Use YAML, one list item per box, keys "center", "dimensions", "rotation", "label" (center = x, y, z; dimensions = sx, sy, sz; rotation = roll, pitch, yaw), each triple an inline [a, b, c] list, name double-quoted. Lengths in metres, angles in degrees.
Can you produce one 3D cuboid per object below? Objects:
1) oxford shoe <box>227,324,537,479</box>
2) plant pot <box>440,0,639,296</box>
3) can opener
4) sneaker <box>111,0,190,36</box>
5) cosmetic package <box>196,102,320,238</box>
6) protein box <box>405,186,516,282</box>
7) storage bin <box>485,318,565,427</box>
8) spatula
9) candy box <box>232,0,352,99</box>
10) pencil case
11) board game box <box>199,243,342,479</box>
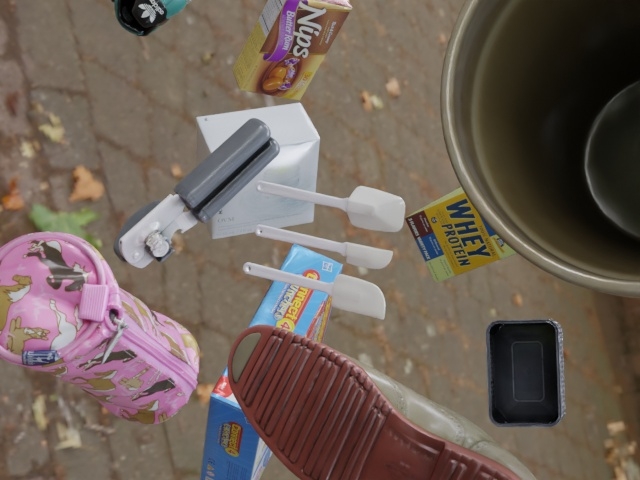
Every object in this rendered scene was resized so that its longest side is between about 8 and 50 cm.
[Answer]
- center: [0.063, 0.195, 1.103]
  dimensions: [0.348, 0.123, 0.130]
  rotation: [34, 13, 19]
  label: "oxford shoe"
- center: [0.295, -0.097, 0.966]
  dimensions: [0.280, 0.323, 0.323]
  rotation: [23, 53, -66]
  label: "plant pot"
- center: [-0.182, -0.070, 1.598]
  dimensions: [0.093, 0.280, 0.074]
  rotation: [44, -9, 38]
  label: "can opener"
- center: [-0.301, -0.405, 1.864]
  dimensions: [0.108, 0.121, 0.302]
  rotation: [51, -10, -22]
  label: "sneaker"
- center: [-0.131, -0.142, 2.304]
  dimensions: [0.138, 0.224, 0.224]
  rotation: [-118, -157, -45]
  label: "cosmetic package"
- center: [0.306, -0.041, 2.055]
  dimensions: [0.201, 0.200, 0.136]
  rotation: [-27, 93, -48]
  label: "protein box"
- center: [0.349, 0.224, 1.915]
  dimensions: [0.084, 0.122, 0.180]
  rotation: [17, 72, -73]
  label: "storage bin"
- center: [0.000, 0.000, 1.541]
  dimensions: [0.019, 0.242, 0.168]
  rotation: [-5, 106, -55]
  label: "spatula"
- center: [-0.044, -0.301, 1.690]
  dimensions: [0.109, 0.186, 0.053]
  rotation: [6, 47, -31]
  label: "candy box"
- center: [-0.269, 0.119, 1.381]
  dimensions: [0.167, 0.160, 0.386]
  rotation: [59, -1, 21]
  label: "pencil case"
- center: [-0.080, 0.214, 1.763]
  dimensions: [0.308, 0.086, 0.302]
  rotation: [103, 13, -53]
  label: "board game box"
